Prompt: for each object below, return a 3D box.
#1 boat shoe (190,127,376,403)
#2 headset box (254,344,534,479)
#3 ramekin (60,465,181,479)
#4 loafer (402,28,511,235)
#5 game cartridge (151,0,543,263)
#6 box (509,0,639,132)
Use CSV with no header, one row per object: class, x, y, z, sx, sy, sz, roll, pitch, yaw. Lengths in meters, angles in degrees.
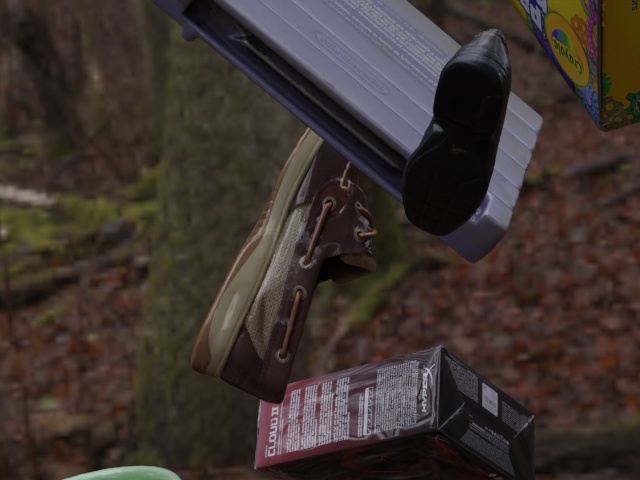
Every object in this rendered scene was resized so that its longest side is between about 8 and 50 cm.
boat shoe,0.000,0.000,1.457,0.123,0.342,0.123,27,-17,4
headset box,0.079,0.244,1.784,0.293,0.110,0.218,-17,-37,32
ramekin,-0.289,0.398,1.760,0.303,0.148,0.303,-15,11,3
loafer,0.103,-0.073,1.054,0.062,0.170,0.061,26,46,6
game cartridge,0.026,-0.153,1.244,0.068,0.355,0.230,-48,7,28
box,0.214,-0.243,0.774,0.279,0.177,0.290,-17,44,-6
